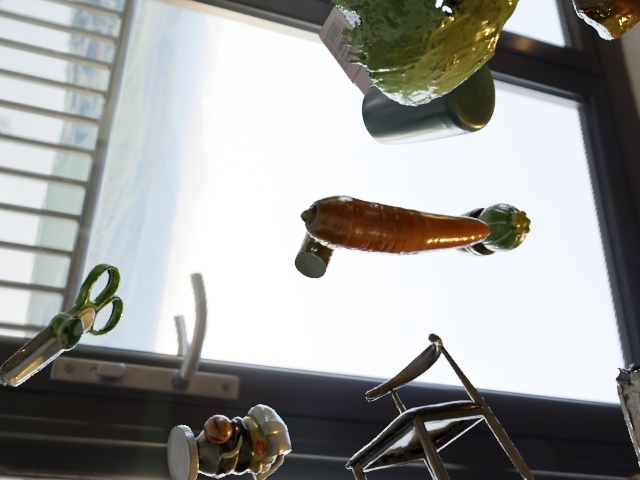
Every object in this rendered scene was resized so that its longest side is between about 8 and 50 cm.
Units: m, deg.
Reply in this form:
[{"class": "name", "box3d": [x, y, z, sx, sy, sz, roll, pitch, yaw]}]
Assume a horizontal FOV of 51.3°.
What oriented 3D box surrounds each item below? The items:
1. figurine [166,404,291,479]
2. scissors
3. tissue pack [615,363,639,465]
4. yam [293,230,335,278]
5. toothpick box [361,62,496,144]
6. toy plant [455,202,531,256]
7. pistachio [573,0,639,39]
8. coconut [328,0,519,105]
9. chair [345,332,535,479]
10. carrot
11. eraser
[{"class": "figurine", "box3d": [-0.174, 0.412, 1.350, 0.176, 0.237, 0.133, -57, -136, 35]}, {"class": "scissors", "box3d": [-0.314, 0.109, 0.824, 0.204, 0.027, 0.100, -50, 147, -55]}, {"class": "tissue pack", "box3d": [0.457, 0.203, 0.631, 0.125, 0.344, 0.242, -34, -114, 55]}, {"class": "yam", "box3d": [0.000, 0.000, 0.939, 0.132, 0.054, 0.054, -70, -178, -54]}, {"class": "toothpick box", "box3d": [0.151, -0.202, 0.983, 0.184, 0.120, 0.120, -7, -108, 49]}, {"class": "toy plant", "box3d": [0.308, -0.019, 1.202, 0.162, 0.093, 0.092, -21, -120, 61]}, {"class": "pistachio", "box3d": [0.343, -0.276, 0.758, 0.049, 0.173, 0.089, 13, -66, 44]}, {"class": "coconut", "box3d": [0.063, -0.156, 0.378, 0.055, 0.133, 0.157, 32, -63, 60]}, {"class": "chair", "box3d": [0.142, 0.281, 0.936, 0.188, 0.167, 0.272, -54, -133, 39]}, {"class": "carrot", "box3d": [0.101, -0.010, 0.731, 0.066, 0.271, 0.062, -30, -121, 57]}, {"class": "eraser", "box3d": [0.101, -0.330, 1.227, 0.086, 0.130, 0.287, -59, -148, 27]}]
